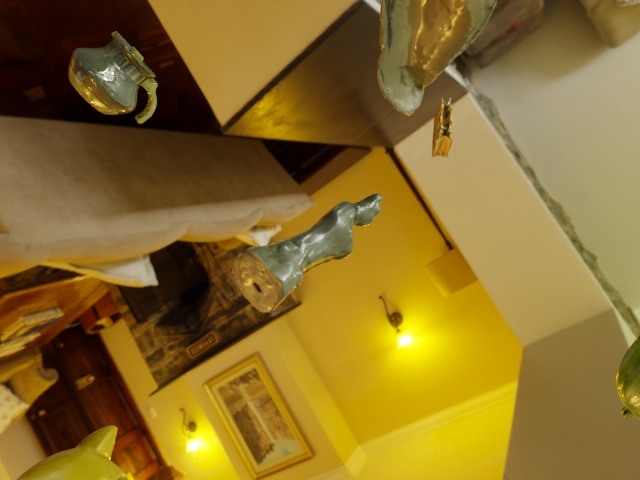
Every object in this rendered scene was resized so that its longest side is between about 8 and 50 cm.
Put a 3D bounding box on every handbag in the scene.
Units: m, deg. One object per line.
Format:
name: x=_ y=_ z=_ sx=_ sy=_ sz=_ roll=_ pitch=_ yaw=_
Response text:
handbag: x=0.198 y=-0.181 z=0.771 sx=0.027 sy=0.083 sz=0.061 roll=4 pitch=161 yaw=8

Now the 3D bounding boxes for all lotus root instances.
lotus root: x=0.597 y=0.263 z=0.833 sx=0.186 sy=0.186 sz=0.186 roll=-31 pitch=174 yaw=-4

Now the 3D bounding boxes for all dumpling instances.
dumpling: x=0.114 y=-0.263 z=0.354 sx=0.166 sy=0.086 sz=0.331 roll=-13 pitch=120 yaw=-63

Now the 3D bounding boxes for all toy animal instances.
toy animal: x=-0.284 y=0.324 z=0.506 sx=0.156 sy=0.156 sz=0.229 roll=-17 pitch=130 yaw=-65

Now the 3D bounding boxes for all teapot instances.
teapot: x=-0.358 y=-0.284 z=0.850 sx=0.119 sy=0.130 sz=0.165 roll=-40 pitch=143 yaw=2

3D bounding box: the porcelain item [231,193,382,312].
porcelain item: x=0.000 y=0.000 z=0.560 sx=0.216 sy=0.069 sz=0.081 roll=-34 pitch=166 yaw=-38
